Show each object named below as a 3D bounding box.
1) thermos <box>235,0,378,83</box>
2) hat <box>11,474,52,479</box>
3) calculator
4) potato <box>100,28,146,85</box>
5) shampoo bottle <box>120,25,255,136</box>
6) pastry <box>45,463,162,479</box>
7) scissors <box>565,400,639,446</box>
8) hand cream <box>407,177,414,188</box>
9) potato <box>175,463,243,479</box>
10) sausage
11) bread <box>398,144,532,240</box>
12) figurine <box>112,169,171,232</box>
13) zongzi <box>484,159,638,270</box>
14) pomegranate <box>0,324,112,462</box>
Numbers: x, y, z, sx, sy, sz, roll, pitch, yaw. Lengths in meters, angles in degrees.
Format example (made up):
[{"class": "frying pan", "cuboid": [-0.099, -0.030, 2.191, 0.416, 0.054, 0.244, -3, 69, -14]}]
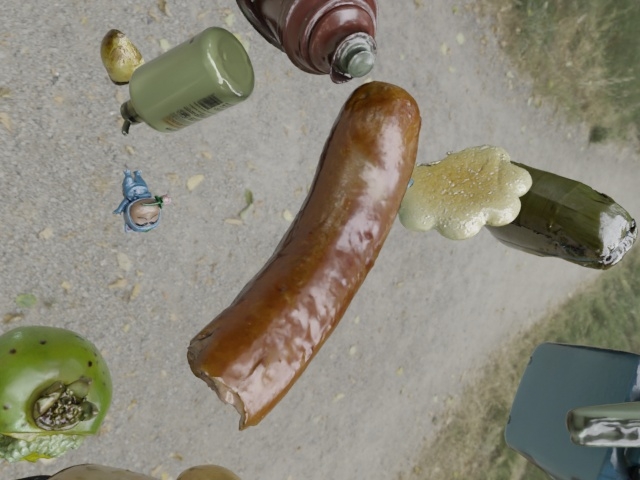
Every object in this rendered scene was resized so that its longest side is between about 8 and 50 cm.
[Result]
[{"class": "thermos", "cuboid": [-0.008, -0.224, 0.468, 0.124, 0.232, 0.099, -39, 144, 13]}, {"class": "hat", "cuboid": [-0.623, 0.580, 0.984, 0.336, 0.238, 0.209, 29, 71, -44]}, {"class": "calculator", "cuboid": [0.317, 0.213, 0.638, 0.293, 0.051, 0.173, 128, -14, -81]}, {"class": "potato", "cuboid": [-0.448, -0.402, 1.132, 0.066, 0.096, 0.103, -65, 154, -27]}, {"class": "shampoo bottle", "cuboid": [-0.155, -0.164, 0.561, 0.079, 0.162, 0.079, 34, 49, -51]}, {"class": "pastry", "cuboid": [-0.116, 0.301, 0.302, 0.184, 0.316, 0.284, 3, 133, -15]}, {"class": "scissors", "cuboid": [0.333, 0.133, 0.388, 0.138, 0.289, 0.041, -45, 132, -85]}, {"class": "hand cream", "cuboid": [0.038, 0.002, 0.912, 0.111, 0.070, 0.312, 19, 115, -25]}, {"class": "potato", "cuboid": [-0.150, 0.422, 0.798, 0.118, 0.178, 0.109, -67, 155, -6]}, {"class": "sausage", "cuboid": [0.002, 0.002, 0.407, 0.302, 0.076, 0.103, -59, 148, -25]}, {"class": "bread", "cuboid": [0.250, -0.086, 0.907, 0.251, 0.182, 0.039, -18, 139, -6]}, {"class": "figurine", "cuboid": [-0.498, -0.112, 1.435, 0.114, 0.144, 0.178, -13, 90, -53]}, {"class": "zongzi", "cuboid": [0.497, -0.013, 1.115, 0.160, 0.323, 0.360, -52, 143, -4]}, {"class": "pomegranate", "cuboid": [-0.503, 0.281, 0.944, 0.260, 0.340, 0.260, 14, 70, -45]}]
